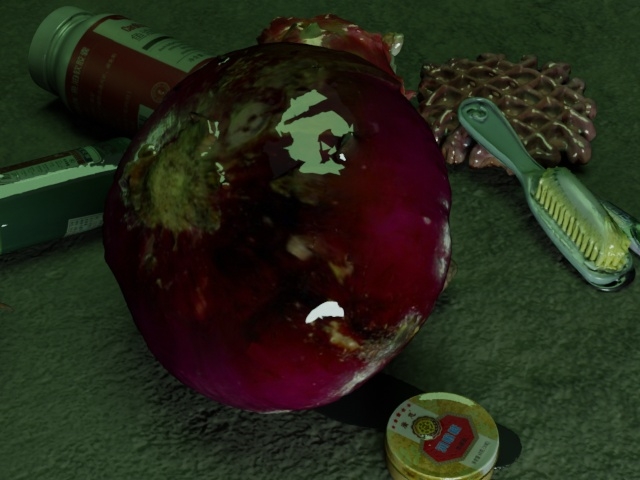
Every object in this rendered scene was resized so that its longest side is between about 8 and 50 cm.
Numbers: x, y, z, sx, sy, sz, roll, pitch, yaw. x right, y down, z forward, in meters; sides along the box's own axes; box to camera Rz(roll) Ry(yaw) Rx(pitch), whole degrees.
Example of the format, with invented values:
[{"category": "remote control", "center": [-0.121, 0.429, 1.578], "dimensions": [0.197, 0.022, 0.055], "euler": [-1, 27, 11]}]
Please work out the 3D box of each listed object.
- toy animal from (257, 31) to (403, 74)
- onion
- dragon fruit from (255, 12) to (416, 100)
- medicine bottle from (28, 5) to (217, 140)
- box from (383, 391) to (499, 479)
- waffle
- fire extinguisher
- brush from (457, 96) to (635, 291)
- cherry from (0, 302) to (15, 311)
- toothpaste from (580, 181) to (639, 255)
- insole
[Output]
[{"category": "toy animal", "center": [-0.003, -0.174, 1.741], "dimensions": [0.185, 0.104, 0.184], "euler": [9, 46, 0]}, {"category": "onion", "center": [0.000, 0.000, 1.401], "dimensions": [0.385, 0.348, 0.348], "euler": [20, 20, -46]}, {"category": "dragon fruit", "center": [-0.008, -0.113, 1.591], "dimensions": [0.210, 0.205, 0.268], "euler": [22, 76, -2]}, {"category": "medicine bottle", "center": [-0.211, -0.182, 1.705], "dimensions": [0.250, 0.131, 0.131], "euler": [26, 44, 25]}, {"category": "box", "center": [0.110, 0.187, 1.340], "dimensions": [0.105, 0.037, 0.105], "euler": [1, 42, -1]}, {"category": "waffle", "center": [0.222, -0.155, 1.765], "dimensions": [0.221, 0.055, 0.234], "euler": [0, 41, 0]}, {"category": "fire extinguisher", "center": [-0.261, -0.055, 1.576], "dimensions": [0.294, 0.093, 0.118], "euler": [-18, 6, -24]}, {"category": "brush", "center": [0.246, -0.069, 1.610], "dimensions": [0.068, 0.060, 0.297], "euler": [-24, 58, -22]}, {"category": "cherry", "center": [-0.422, 0.018, 1.399], "dimensions": [0.192, 0.175, 0.250], "euler": [-10, 50, -27]}, {"category": "toothpaste", "center": [0.316, -0.030, 1.640], "dimensions": [0.045, 0.028, 0.170], "euler": [-33, 54, -28]}, {"category": "insole", "center": [0.081, 0.164, 1.400], "dimensions": [0.232, 0.003, 0.080], "euler": [18, 41, 17]}]
